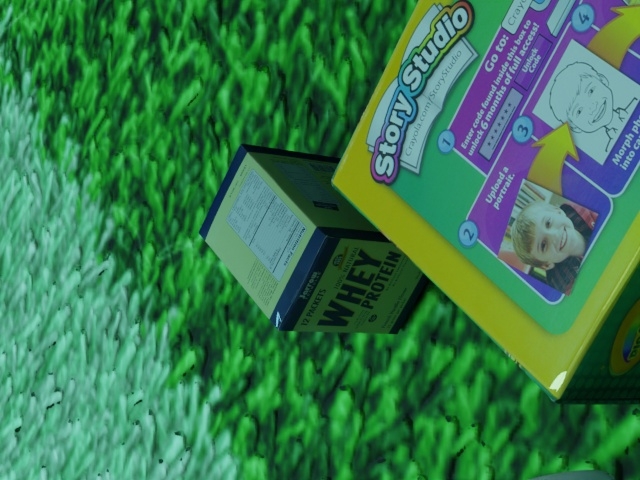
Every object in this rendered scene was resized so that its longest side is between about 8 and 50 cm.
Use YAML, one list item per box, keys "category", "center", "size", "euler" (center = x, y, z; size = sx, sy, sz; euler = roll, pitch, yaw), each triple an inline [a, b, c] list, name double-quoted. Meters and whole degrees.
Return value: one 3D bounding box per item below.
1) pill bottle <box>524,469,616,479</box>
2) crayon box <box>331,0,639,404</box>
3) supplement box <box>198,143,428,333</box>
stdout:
- category: "pill bottle"
  center: [0.109, 0.253, 0.464]
  size: [0.181, 0.181, 0.323]
  euler: [-41, 58, 37]
- category: "crayon box"
  center: [0.130, -0.092, 0.547]
  size: [0.165, 0.081, 0.278]
  euler: [46, 119, 40]
- category: "supplement box"
  center: [0.000, 0.000, 0.679]
  size: [0.083, 0.083, 0.056]
  euler: [48, 121, 40]
